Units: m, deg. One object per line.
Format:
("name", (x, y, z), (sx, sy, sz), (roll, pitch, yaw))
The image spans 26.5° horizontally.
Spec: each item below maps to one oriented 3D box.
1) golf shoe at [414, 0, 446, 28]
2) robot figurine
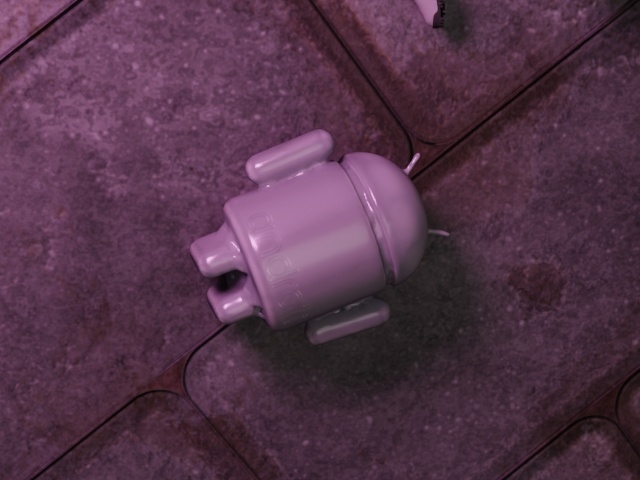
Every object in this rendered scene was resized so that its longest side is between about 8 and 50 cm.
("golf shoe", (0.112, -0.382, 1.909), (0.094, 0.077, 0.198), (-22, 102, 4))
("robot figurine", (0.000, 0.000, 1.905), (0.354, 0.200, 0.300), (-22, 109, -7))
